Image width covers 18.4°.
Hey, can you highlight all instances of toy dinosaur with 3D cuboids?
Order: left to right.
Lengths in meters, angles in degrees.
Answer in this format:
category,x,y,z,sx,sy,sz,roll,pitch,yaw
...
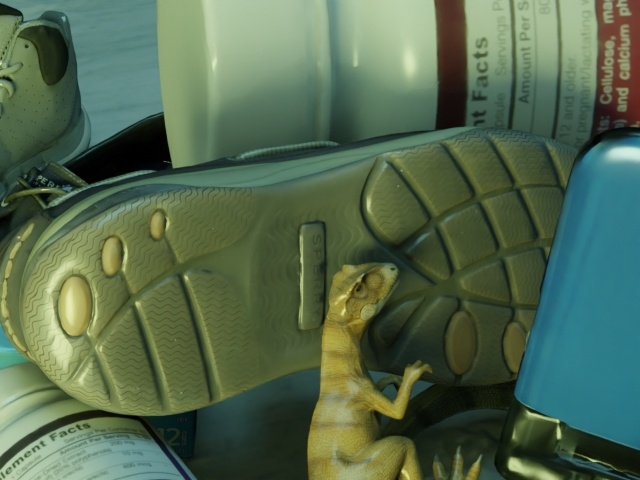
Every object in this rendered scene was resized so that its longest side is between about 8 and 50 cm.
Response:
category,x,y,z,sx,sy,sz,roll,pitch,yaw
toy dinosaur,0.015,0.117,0.887,0.064,0.112,0.211,-17,59,37
toy dinosaur,0.143,0.065,1.071,0.268,0.064,0.118,-5,41,-8

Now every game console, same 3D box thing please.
category,x,y,z,sx,sy,sz,roll,pitch,yaw
game console,0.241,0.063,0.865,0.293,0.173,0.250,19,9,10

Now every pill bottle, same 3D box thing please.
category,x,y,z,sx,sy,sz,roll,pitch,yaw
pill bottle,-0.099,0.138,0.886,0.108,0.108,0.193,-15,38,-27
pill bottle,0.113,-0.120,1.130,0.392,0.224,0.224,-4,34,-12

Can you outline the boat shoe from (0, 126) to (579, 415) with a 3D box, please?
category,x,y,z,sx,sy,sz,roll,pitch,yaw
boat shoe,0.000,0.000,0.978,0.355,0.132,0.130,-2,13,-34

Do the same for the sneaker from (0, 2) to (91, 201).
category,x,y,z,sx,sy,sz,roll,pitch,yaw
sneaker,-0.220,-0.076,1.176,0.086,0.132,0.229,18,35,20

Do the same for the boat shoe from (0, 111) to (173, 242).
category,x,y,z,sx,sy,sz,roll,pitch,yaw
boat shoe,-0.146,-0.014,1.141,0.080,0.076,0.228,29,40,33

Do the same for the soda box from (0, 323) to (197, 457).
category,x,y,z,sx,sy,sz,roll,pitch,yaw
soda box,-0.168,0.063,1.031,0.210,0.067,0.071,3,33,-2
